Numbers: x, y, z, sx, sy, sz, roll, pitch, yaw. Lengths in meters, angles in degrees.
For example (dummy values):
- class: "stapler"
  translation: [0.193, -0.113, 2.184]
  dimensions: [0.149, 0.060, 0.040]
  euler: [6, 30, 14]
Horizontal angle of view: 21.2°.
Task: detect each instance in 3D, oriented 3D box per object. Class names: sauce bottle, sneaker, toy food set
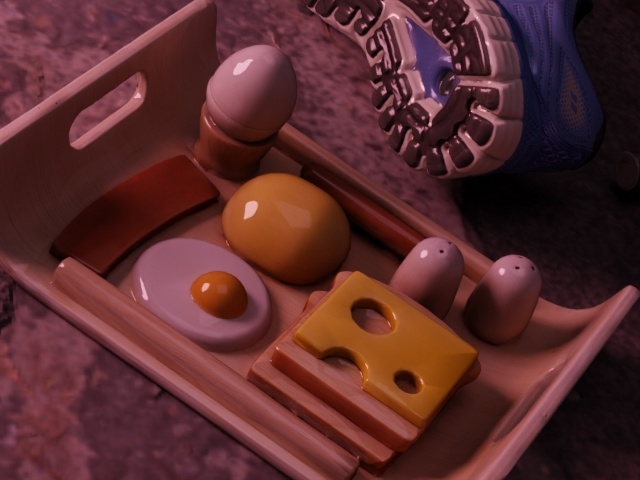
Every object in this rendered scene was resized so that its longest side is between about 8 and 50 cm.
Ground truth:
- class: "sauce bottle"
  translation: [0.249, -0.048, 1.115]
  dimensions: [0.128, 0.042, 0.042]
  euler: [-1, 47, -29]
- class: "sneaker"
  translation: [0.084, -0.158, 1.112]
  dimensions: [0.147, 0.130, 0.330]
  euler: [11, 44, -37]
- class: "toy food set"
  translation: [0.000, 0.000, 0.905]
  dimensions: [0.306, 0.092, 0.220]
  euler: [34, 41, 11]
